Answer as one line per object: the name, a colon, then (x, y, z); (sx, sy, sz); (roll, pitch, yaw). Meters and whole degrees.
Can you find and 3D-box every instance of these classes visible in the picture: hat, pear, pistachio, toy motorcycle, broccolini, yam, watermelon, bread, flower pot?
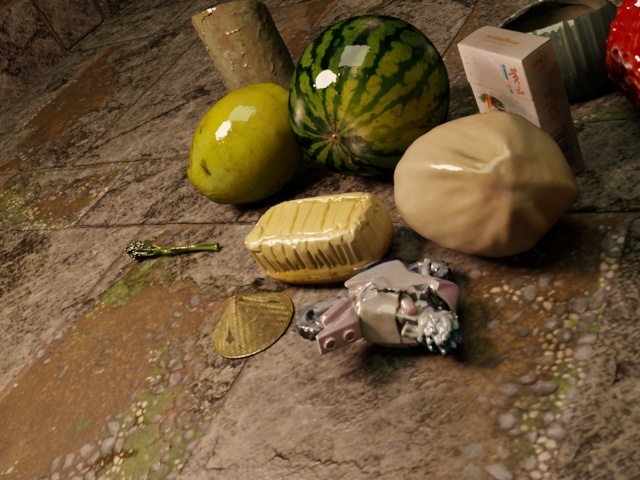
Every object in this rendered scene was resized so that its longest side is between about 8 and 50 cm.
hat: (-0.121, 0.111, 1.318); (0.146, 0.067, 0.146); (-20, 33, 14)
pear: (-0.137, -0.184, 1.602); (0.269, 0.212, 0.212); (-47, 34, 1)
pistachio: (0.226, -0.081, 1.216); (0.226, 0.208, 0.332); (5, -2, -31)
toy motorcycle: (0.104, 0.102, 1.125); (0.239, 0.108, 0.204); (-35, 33, -10)
broccolini: (-0.289, 0.016, 1.600); (0.218, 0.042, 0.044); (-3, 41, 32)
yam: (-0.147, -0.392, 1.836); (0.168, 0.304, 0.168); (-23, 23, 10)
watermelon: (0.087, -0.252, 1.471); (0.285, 0.285, 0.285); (-19, 34, 14)
bread: (0.000, 0.000, 1.345); (0.236, 0.106, 0.140); (-5, 41, 32)
flower pot: (0.411, -0.331, 1.450); (0.243, 0.157, 0.189); (-9, 39, 25)

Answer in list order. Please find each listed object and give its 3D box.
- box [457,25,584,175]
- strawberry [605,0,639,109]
box: (0.311, -0.208, 1.282); (0.067, 0.233, 0.149); (-37, 34, -15)
strawberry: (0.567, -0.278, 1.207); (0.291, 0.310, 0.292); (-3, 61, 6)
